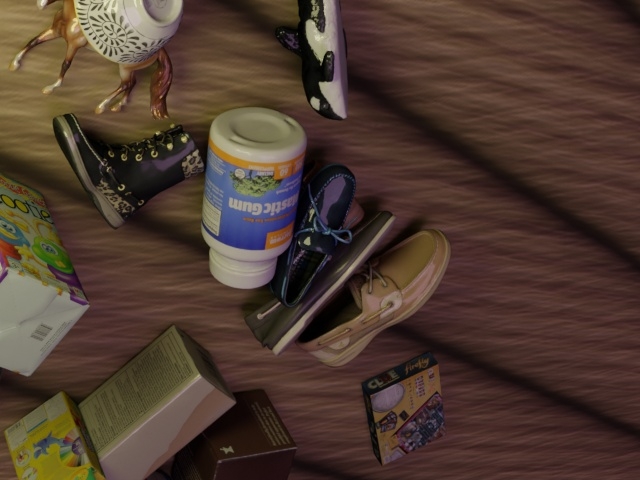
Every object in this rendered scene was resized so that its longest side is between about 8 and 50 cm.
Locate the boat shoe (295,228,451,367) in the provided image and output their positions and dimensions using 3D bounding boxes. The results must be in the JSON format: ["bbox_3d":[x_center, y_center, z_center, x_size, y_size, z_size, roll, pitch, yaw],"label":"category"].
[{"bbox_3d":[0.097,0.100,2.032,0.341,0.122,0.110,-46,135,10],"label":"boat shoe"}]

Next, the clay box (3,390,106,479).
[{"bbox_3d":[-0.446,0.371,1.851,0.127,0.222,0.053,-35,135,-1],"label":"clay box"}]

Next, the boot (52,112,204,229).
[{"bbox_3d":[-0.283,-0.136,1.639,0.178,0.085,0.236,-31,143,-9],"label":"boot"}]

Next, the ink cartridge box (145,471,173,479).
[{"bbox_3d":[-0.358,0.494,2.057,0.134,0.078,0.231,-37,154,0],"label":"ink cartridge box"}]

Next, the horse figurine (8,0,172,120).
[{"bbox_3d":[-0.304,-0.264,1.539,0.263,0.066,0.174,22,117,-37],"label":"horse figurine"}]

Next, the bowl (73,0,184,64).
[{"bbox_3d":[-0.237,-0.322,1.465,0.170,0.080,0.170,-7,99,-49],"label":"bowl"}]

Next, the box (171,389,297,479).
[{"bbox_3d":[-0.169,0.423,2.097,0.167,0.168,0.203,-4,127,-28],"label":"box"}]

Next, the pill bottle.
[{"bbox_3d":[-0.111,-0.062,1.756,0.152,0.152,0.272,-9,128,-25],"label":"pill bottle"}]

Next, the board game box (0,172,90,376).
[{"bbox_3d":[-0.453,0.032,1.536,0.144,0.275,0.142,-48,134,12],"label":"board game box"}]

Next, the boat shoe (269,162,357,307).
[{"bbox_3d":[0.000,0.000,1.825,0.109,0.089,0.258,11,116,-21],"label":"boat shoe"}]

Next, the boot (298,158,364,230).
[{"bbox_3d":[-0.037,-0.041,1.884,0.197,0.073,0.152,-42,129,4],"label":"boot"}]

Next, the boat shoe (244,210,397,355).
[{"bbox_3d":[-0.004,0.058,1.955,0.335,0.095,0.112,-48,174,6],"label":"boat shoe"}]

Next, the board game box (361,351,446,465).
[{"bbox_3d":[0.181,0.363,2.349,0.165,0.042,0.243,-23,133,-14],"label":"board game box"}]

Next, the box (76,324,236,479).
[{"bbox_3d":[-0.320,0.314,1.938,0.311,0.148,0.121,-39,135,4],"label":"box"}]

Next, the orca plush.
[{"bbox_3d":[-0.023,-0.312,1.647,0.102,0.151,0.287,-2,136,9],"label":"orca plush"}]

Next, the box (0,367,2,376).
[{"bbox_3d":[-0.594,0.186,1.739,0.184,0.045,0.191,4,123,-31],"label":"box"}]
